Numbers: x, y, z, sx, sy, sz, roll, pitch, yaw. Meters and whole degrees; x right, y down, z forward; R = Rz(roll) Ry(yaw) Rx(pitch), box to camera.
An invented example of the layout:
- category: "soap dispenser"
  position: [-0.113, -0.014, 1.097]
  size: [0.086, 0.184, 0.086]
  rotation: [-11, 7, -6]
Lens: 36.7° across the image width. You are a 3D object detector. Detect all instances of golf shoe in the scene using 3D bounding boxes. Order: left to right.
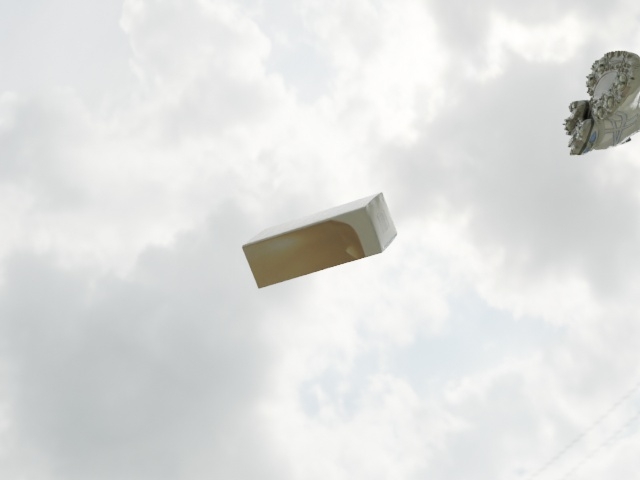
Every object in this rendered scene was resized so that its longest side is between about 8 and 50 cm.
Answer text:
- category: "golf shoe"
  position: [0.333, -0.154, 1.061]
  size: [0.086, 0.069, 0.176]
  rotation: [-2, -19, -6]

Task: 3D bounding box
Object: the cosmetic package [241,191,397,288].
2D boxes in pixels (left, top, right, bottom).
- category: "cosmetic package"
  position: [0.000, 0.000, 0.799]
  size: [0.115, 0.060, 0.041]
  rotation: [-17, -80, 23]
